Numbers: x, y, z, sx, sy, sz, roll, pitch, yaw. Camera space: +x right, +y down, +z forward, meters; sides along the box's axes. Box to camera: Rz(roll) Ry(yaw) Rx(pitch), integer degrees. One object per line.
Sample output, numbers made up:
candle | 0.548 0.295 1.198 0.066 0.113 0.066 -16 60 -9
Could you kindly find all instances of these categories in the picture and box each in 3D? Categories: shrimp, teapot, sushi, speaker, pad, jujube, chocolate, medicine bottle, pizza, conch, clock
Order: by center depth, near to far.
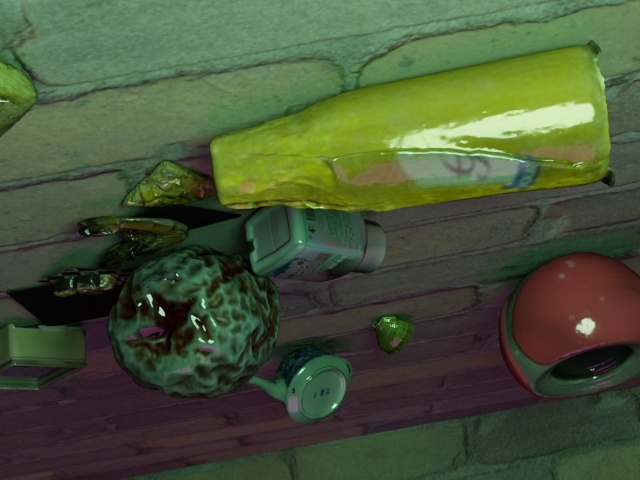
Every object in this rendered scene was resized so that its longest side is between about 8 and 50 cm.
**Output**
chocolate | 0.098 -0.100 1.130 0.445 0.162 0.162 -10 159 3
pizza | -0.192 -0.067 1.263 0.122 0.026 0.109 -9 157 -3
pad | -0.192 -0.028 1.343 0.112 0.003 0.157 9 166 -41
shrimp | -0.277 0.000 1.363 0.195 0.035 0.147 -21 162 39
medicine bottle | 0.000 0.000 1.427 0.188 0.095 0.119 9 151 -40
jujube | -0.170 0.116 1.434 0.225 0.226 0.317 -14 170 9
sushi | -0.336 0.068 1.496 0.126 0.026 0.120 7 163 -39
pad | -0.322 0.084 1.621 0.299 0.005 0.202 -11 159 1
clock | -0.510 0.203 1.738 0.146 0.071 0.192 10 154 -42
speaker | 0.468 0.155 1.808 0.294 0.294 0.294 -9 159 -3
conch | 0.149 0.184 2.040 0.089 0.074 0.121 -41 133 5
teapot | -0.029 0.289 2.127 0.231 0.159 0.159 -9 162 -33

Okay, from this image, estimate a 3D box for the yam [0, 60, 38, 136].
yam | -0.421 -0.060 1.028 0.356 0.081 0.081 -37 149 26
